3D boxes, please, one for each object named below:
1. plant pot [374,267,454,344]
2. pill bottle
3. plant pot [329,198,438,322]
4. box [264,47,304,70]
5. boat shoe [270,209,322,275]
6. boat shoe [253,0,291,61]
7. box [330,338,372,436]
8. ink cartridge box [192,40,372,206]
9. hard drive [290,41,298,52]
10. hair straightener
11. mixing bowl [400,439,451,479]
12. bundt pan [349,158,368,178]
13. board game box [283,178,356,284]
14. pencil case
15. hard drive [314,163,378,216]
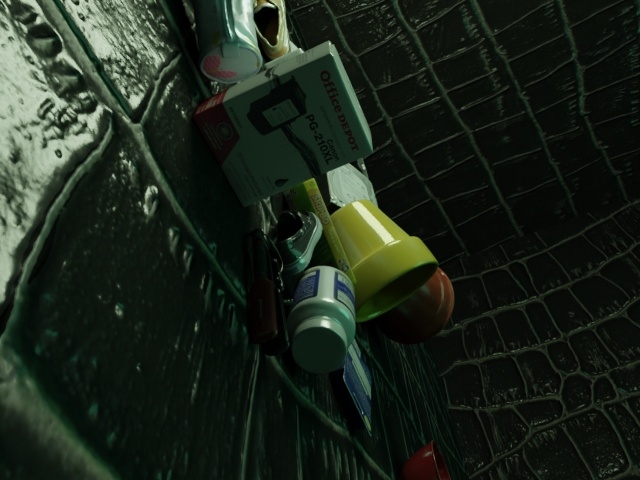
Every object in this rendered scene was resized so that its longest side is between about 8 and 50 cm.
[{"bbox_3d":[0.225,0.144,1.626,0.265,0.272,0.273,37,32,-54],"label":"plant pot"},{"bbox_3d":[0.002,0.128,0.902,0.187,0.112,0.112,-82,149,-68],"label":"pill bottle"},{"bbox_3d":[0.124,0.036,1.372,0.239,0.254,0.254,57,6,21],"label":"plant pot"},{"bbox_3d":[-0.066,-0.455,1.645,0.181,0.119,0.182,-59,127,-76],"label":"box"},{"bbox_3d":[-0.053,-0.018,1.030,0.228,0.080,0.076,-72,141,-62],"label":"boat shoe"},{"bbox_3d":[-0.159,-0.690,1.654,0.103,0.113,0.303,27,43,-82],"label":"boat shoe"},{"bbox_3d":[0.064,0.281,1.111,0.225,0.036,0.137,-73,140,-74],"label":"box"},{"bbox_3d":[-0.054,-0.185,0.888,0.100,0.237,0.172,-91,157,-60],"label":"ink cartridge box"},{"bbox_3d":[-0.045,-0.569,1.850,0.318,0.040,0.210,41,21,-17],"label":"hard drive"},{"bbox_3d":[-0.079,0.073,0.824,0.089,0.047,0.230,57,11,-46],"label":"hair straightener"},{"bbox_3d":[0.249,0.572,1.288,0.181,0.098,0.182,-21,90,-78],"label":"mixing bowl"},{"bbox_3d":[0.066,-0.353,2.076,0.331,0.124,0.331,-22,90,-78],"label":"bundt pan"},{"bbox_3d":[0.000,0.000,1.186,0.124,0.039,0.260,-9,-77,66],"label":"board game box"},{"bbox_3d":[-0.172,-0.423,0.991,0.124,0.113,0.273,142,-56,-60],"label":"pencil case"},{"bbox_3d":[0.084,-0.141,1.700,0.237,0.064,0.339,35,27,-27],"label":"hard drive"}]
